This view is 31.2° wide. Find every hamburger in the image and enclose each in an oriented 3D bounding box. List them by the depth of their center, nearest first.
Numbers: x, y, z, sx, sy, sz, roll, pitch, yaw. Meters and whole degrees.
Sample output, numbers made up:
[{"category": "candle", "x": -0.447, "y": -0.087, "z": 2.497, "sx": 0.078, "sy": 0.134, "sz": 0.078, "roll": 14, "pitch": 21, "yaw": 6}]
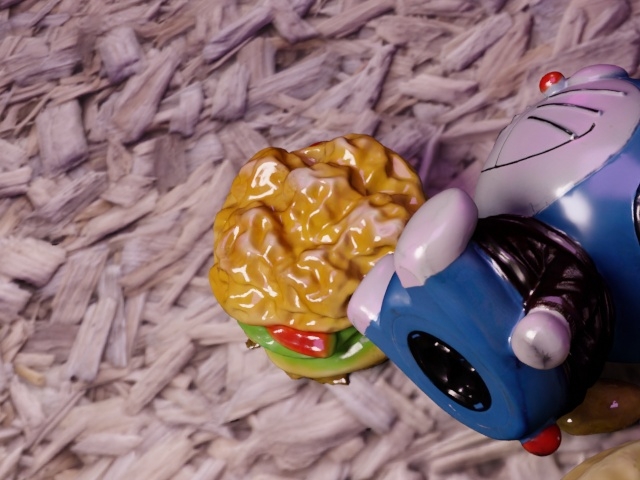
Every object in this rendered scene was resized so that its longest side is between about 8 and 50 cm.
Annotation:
[{"category": "hamburger", "x": 0.000, "y": 0.000, "z": 1.034, "sx": 0.237, "sy": 0.149, "sz": 0.237, "roll": -12, "pitch": 53, "yaw": 16}]

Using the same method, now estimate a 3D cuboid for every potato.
[{"category": "potato", "x": 0.214, "y": 0.133, "z": 0.915, "sx": 0.092, "sy": 0.045, "sz": 0.046, "roll": 0, "pitch": 95, "yaw": 18}]

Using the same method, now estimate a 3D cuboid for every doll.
[{"category": "doll", "x": 0.201, "y": 0.004, "z": 0.877, "sx": 0.310, "sy": 0.240, "sz": 0.284, "roll": -40, "pitch": 8, "yaw": -22}]

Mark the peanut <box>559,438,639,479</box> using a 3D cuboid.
[{"category": "peanut", "x": 0.272, "y": 0.187, "z": 0.789, "sx": 0.313, "sy": 0.152, "sz": 0.152, "roll": -25, "pitch": 50, "yaw": 1}]
